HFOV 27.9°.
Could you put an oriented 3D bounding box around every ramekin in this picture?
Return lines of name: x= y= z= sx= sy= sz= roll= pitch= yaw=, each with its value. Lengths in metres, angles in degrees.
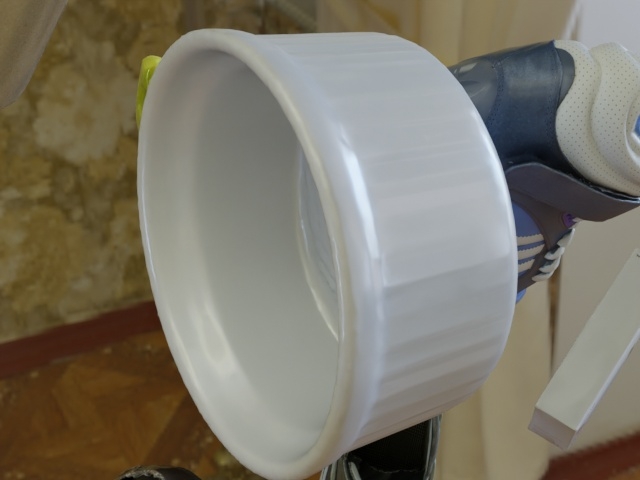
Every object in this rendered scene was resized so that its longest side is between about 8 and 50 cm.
ramekin: x=0.000 y=0.000 z=0.808 sx=0.135 sy=0.277 sz=0.277 roll=-12 pitch=32 yaw=-28

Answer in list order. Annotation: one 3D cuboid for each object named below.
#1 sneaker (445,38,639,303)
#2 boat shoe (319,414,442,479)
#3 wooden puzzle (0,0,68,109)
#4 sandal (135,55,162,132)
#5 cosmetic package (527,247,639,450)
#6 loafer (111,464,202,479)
sneaker: x=0.198 y=-0.037 z=1.007 sx=0.236 sy=0.323 sz=0.130 roll=-5 pitch=60 yaw=20
boat shoe: x=0.056 y=0.230 z=1.315 sx=0.121 sy=0.335 sz=0.119 roll=8 pitch=21 yaw=7
wooden puzzle: x=-0.314 y=-0.302 z=0.908 sx=0.347 sy=0.322 sz=0.080 roll=27 pitch=9 yaw=-10
sandal: x=-0.085 y=-0.078 z=1.241 sx=0.138 sy=0.126 sz=0.317 roll=-4 pitch=44 yaw=-19
cosmetic package: x=0.339 y=0.133 z=1.553 sx=0.060 sy=0.099 sz=0.239 roll=31 pitch=72 yaw=18
loafer: x=-0.151 y=0.186 z=0.660 sx=0.220 sy=0.078 sz=0.080 roll=-43 pitch=62 yaw=-16
